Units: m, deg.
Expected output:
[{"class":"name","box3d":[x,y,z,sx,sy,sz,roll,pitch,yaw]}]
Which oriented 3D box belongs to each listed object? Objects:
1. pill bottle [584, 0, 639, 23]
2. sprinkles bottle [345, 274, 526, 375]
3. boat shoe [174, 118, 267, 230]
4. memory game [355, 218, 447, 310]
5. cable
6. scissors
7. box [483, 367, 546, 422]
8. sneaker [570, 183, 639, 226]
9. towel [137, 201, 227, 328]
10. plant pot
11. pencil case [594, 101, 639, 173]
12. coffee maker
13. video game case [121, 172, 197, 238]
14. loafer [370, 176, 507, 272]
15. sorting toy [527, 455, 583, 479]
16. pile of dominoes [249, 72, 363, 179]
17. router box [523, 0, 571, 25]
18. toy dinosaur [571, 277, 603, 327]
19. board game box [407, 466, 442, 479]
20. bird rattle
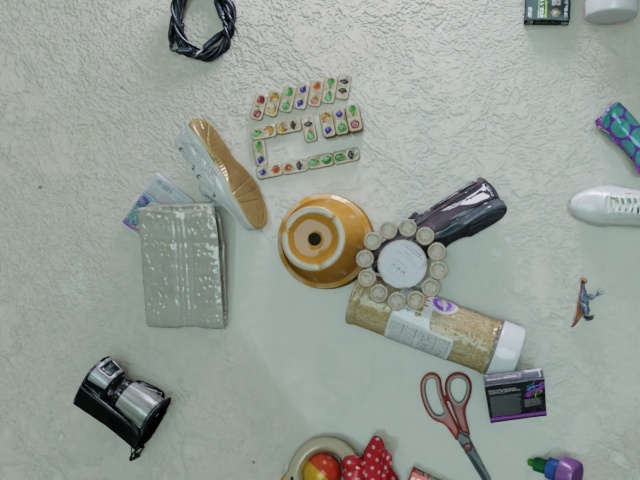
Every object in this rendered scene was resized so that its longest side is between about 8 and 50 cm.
[{"class":"pill bottle","box3d":[0.581,-0.560,1.657,0.131,0.131,0.229,0,88,10]},{"class":"sprinkles bottle","box3d":[0.232,0.175,1.695,0.355,0.121,0.121,20,91,10]},{"class":"boat shoe","box3d":[-0.219,-0.129,1.806,0.096,0.098,0.277,-35,85,30]},{"class":"memory game","box3d":[0.161,0.048,1.653,0.186,0.012,0.186,-1,84,8]},{"class":"cable","box3d":[-0.260,-0.494,1.843,0.150,0.047,0.184,11,89,10]},{"class":"scissors","box3d":[0.290,0.415,1.730,0.109,0.021,0.297,-15,86,6]},{"class":"box","box3d":[0.388,0.310,1.651,0.116,0.162,0.029,-9,52,9]},{"class":"sneaker","box3d":[0.621,-0.069,1.652,0.235,0.095,0.090,3,90,11]},{"class":"towel","box3d":[-0.301,0.055,1.813,0.187,0.049,0.282,0,99,11]},{"class":"plant pot","box3d":[0.000,0.000,1.707,0.205,0.188,0.205,0,88,10]},{"class":"pencil case","box3d":[0.623,-0.203,1.671,0.070,0.064,0.151,-39,81,-10]},{"class":"coffee maker","box3d":[-0.442,0.367,1.805,0.178,0.120,0.171,33,94,10]},{"class":"video game case","box3d":[-0.346,-0.049,1.855,0.157,0.019,0.143,37,94,8]},{"class":"loafer","box3d":[0.233,-0.031,1.725,0.302,0.109,0.095,-25,65,2]},{"class":"sorting toy","box3d":[0.429,0.607,1.673,0.126,0.127,0.365,9,86,40]},{"class":"pile of dominoes","box3d":[-0.036,-0.250,1.799,0.251,0.040,0.196,-11,86,9]},{"class":"router box","box3d":[0.472,-0.510,1.721,0.092,0.038,0.122,3,88,11]},{"class":"toy dinosaur","box3d":[0.534,0.121,1.688,0.090,0.047,0.082,-27,65,18]},{"class":"board game box","box3d":[0.221,0.591,1.720,0.147,0.045,0.193,22,92,10]},{"class":"bird rattle","box3d":[0.029,0.497,1.721,0.207,0.143,0.253,36,91,26]}]
